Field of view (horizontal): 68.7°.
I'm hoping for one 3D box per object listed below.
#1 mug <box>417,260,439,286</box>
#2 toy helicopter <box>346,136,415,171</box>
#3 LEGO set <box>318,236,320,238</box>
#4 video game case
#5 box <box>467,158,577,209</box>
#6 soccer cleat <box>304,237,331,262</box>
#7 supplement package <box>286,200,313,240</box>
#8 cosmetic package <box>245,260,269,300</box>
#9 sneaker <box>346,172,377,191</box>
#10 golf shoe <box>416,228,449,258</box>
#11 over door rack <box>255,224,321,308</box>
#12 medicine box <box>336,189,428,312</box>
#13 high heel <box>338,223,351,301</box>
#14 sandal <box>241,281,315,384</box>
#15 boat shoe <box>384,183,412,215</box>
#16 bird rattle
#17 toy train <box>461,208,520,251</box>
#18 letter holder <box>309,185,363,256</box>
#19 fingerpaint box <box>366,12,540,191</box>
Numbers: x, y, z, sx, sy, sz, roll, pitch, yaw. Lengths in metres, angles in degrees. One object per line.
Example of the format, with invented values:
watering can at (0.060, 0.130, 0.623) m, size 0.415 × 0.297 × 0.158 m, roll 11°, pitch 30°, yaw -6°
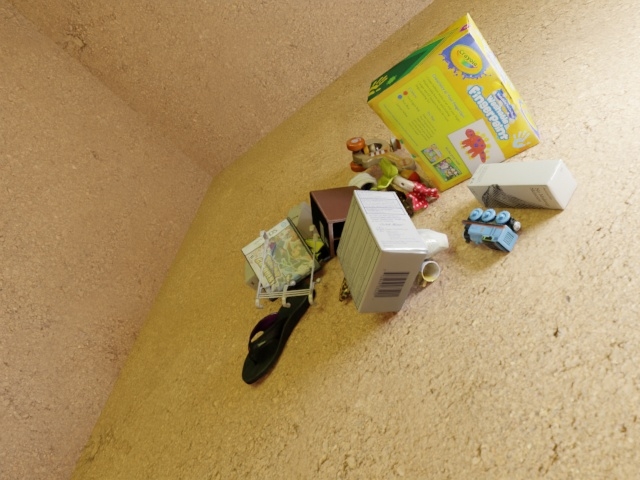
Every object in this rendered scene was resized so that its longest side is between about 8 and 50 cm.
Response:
mug at (0.319, 0.096, 1.448) m, size 0.078 × 0.062 × 0.064 m, roll -42°, pitch 18°, yaw -10°
toy helicopter at (0.292, -0.371, 2.040) m, size 0.235 × 0.140 × 0.355 m, roll -30°, pitch 39°, yaw -19°
LEGO set at (-0.001, 0.000, 2.088) m, size 0.083 × 0.024 × 0.054 m, roll -52°, pitch 22°, yaw 22°
video game case at (-0.165, 0.074, 1.939) m, size 0.248 × 0.035 × 0.274 m, roll -34°, pitch 65°, yaw 1°
box at (0.575, -0.159, 1.358) m, size 0.094 × 0.113 × 0.275 m, roll -56°, pitch 27°, yaw -14°
soccer cleat at (-0.026, 0.051, 1.972) m, size 0.289 × 0.093 × 0.121 m, roll -23°, pitch 38°, yaw 39°
supplement package at (-0.098, -0.079, 2.234) m, size 0.105 × 0.105 × 0.179 m, roll -27°, pitch 34°, yaw 33°
cosmetic package at (-0.232, 0.137, 2.092) m, size 0.151 × 0.151 × 0.183 m, roll -41°, pitch 27°, yaw 14°
sneaker at (0.121, -0.170, 2.024) m, size 0.305 × 0.114 × 0.152 m, roll -47°, pitch 26°, yaw 1°
golf shoe at (0.308, 0.014, 1.547) m, size 0.140 × 0.115 × 0.306 m, roll -12°, pitch 9°, yaw -13°
over door rack at (-0.121, 0.111, 1.839) m, size 0.240 × 0.108 × 0.323 m, roll -7°, pitch 63°, yaw 15°
medicine box at (0.175, 0.031, 1.453) m, size 0.289 × 0.149 × 0.263 m, roll -107°, pitch 24°, yaw -46°
high heel at (0.094, 0.071, 1.665) m, size 0.093 × 0.186 × 0.261 m, roll 6°, pitch 58°, yaw 57°
sandal at (-0.188, 0.337, 1.810) m, size 0.168 × 0.107 × 0.445 m, roll 0°, pitch 52°, yaw 55°
boat shoe at (0.299, -0.153, 1.797) m, size 0.073 × 0.073 × 0.206 m, roll -26°, pitch 41°, yaw 12°
bird rattle at (0.328, -0.220, 1.729) m, size 0.207 × 0.254 × 0.142 m, roll -36°, pitch -36°, yaw -56°
toy train at (0.486, -0.031, 1.355) m, size 0.105 × 0.080 × 0.184 m, roll -59°, pitch 29°, yaw -8°
letter holder at (0.098, -0.088, 1.848) m, size 0.215 × 0.151 × 0.301 m, roll -11°, pitch 29°, yaw -10°
fingerpaint box at (0.438, -0.430, 1.547) m, size 0.371 × 0.445 × 0.163 m, roll -28°, pitch 32°, yaw 34°
